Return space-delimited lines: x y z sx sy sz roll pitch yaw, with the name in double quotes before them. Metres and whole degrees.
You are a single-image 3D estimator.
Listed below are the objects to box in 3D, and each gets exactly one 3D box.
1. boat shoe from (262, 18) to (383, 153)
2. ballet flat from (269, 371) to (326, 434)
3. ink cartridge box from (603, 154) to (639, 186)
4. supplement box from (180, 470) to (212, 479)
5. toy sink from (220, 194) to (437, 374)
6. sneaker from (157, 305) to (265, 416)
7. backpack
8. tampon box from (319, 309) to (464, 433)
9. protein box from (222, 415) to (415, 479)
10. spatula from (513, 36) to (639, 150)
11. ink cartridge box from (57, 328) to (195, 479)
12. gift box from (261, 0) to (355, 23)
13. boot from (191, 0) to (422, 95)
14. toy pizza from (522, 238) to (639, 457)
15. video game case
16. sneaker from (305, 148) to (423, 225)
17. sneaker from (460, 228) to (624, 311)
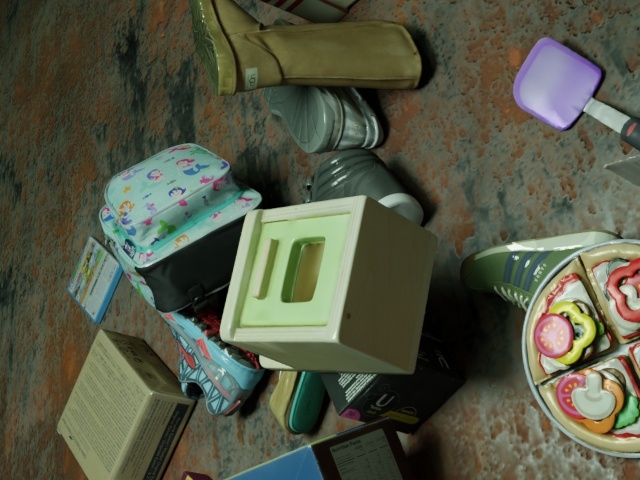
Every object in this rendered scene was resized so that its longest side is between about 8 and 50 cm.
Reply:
"boat shoe" -0.008 -0.224 1.381 0.320 0.103 0.118 -120 41 -52
"ballet flat" -0.012 0.132 1.215 0.073 0.080 0.232 31 101 53
"ink cartridge box" 0.373 -0.080 0.763 0.224 0.181 0.056 -15 62 49
"supplement box" -0.180 0.377 1.344 0.055 0.043 0.083 22 91 54
"toy sink" -0.014 0.052 1.019 0.234 0.131 0.153 -5 66 46
"sneaker" -0.185 0.168 1.399 0.262 0.104 0.125 34 103 52
"backpack" -0.213 -0.030 1.428 0.225 0.191 0.253 -30 28 -15
"tampon box" 0.065 0.122 1.097 0.101 0.120 0.161 -48 42 23
"protein box" 0.003 0.323 1.016 0.199 0.136 0.201 -32 73 38
"spatula" 0.306 -0.124 0.988 0.084 0.030 0.296 -59 39 15
"ink cartridge box" -0.316 0.278 1.520 0.234 0.088 0.193 34 102 51
"gift box" -0.025 -0.492 1.391 0.258 0.255 0.277 -34 55 34
"boot" -0.028 -0.273 1.281 0.089 0.269 0.236 103 154 -47
"toy pizza" 0.275 0.098 0.876 0.201 0.032 0.201 -4 82 36
"video game case" -0.431 0.072 1.817 0.166 0.015 0.119 32 100 52
"sneaker" 0.001 0.000 1.256 0.295 0.104 0.147 -42 43 23
"sneaker" 0.221 0.049 0.983 0.192 0.064 0.086 -15 57 43
